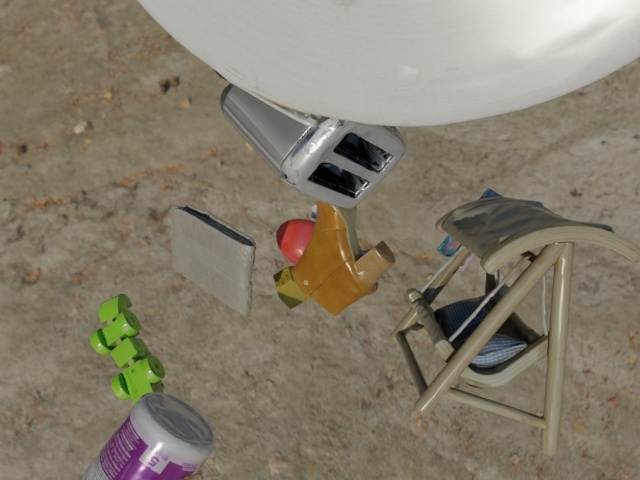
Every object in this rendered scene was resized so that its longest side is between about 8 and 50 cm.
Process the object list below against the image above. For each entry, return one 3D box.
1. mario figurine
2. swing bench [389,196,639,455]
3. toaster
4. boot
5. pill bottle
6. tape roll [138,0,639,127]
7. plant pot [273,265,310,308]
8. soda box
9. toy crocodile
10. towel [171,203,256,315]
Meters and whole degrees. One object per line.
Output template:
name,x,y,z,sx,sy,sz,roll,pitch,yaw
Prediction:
mario figurine,0.010,0.032,1.710,0.170,0.320,0.198,-36,42,33
swing bench,0.213,0.070,0.794,0.165,0.253,0.255,19,99,-4
toaster,-0.005,-0.129,0.732,0.129,0.227,0.146,-47,62,15
boot,0.001,0.000,1.373,0.295,0.211,0.104,54,31,8
pill bottle,-0.341,0.443,1.194,0.169,0.169,0.302,39,95,34
tape roll,0.043,-0.246,0.295,0.391,0.392,0.072,6,23,17
plant pot,-0.076,0.111,1.677,0.081,0.083,0.082,-31,49,16
soda box,0.344,-0.023,1.449,0.183,0.063,0.058,-50,50,-1
toy crocodile,-0.457,0.281,1.590,0.115,0.105,0.341,-37,68,9
towel,-0.251,0.036,1.514,0.282,0.187,0.049,29,36,35
